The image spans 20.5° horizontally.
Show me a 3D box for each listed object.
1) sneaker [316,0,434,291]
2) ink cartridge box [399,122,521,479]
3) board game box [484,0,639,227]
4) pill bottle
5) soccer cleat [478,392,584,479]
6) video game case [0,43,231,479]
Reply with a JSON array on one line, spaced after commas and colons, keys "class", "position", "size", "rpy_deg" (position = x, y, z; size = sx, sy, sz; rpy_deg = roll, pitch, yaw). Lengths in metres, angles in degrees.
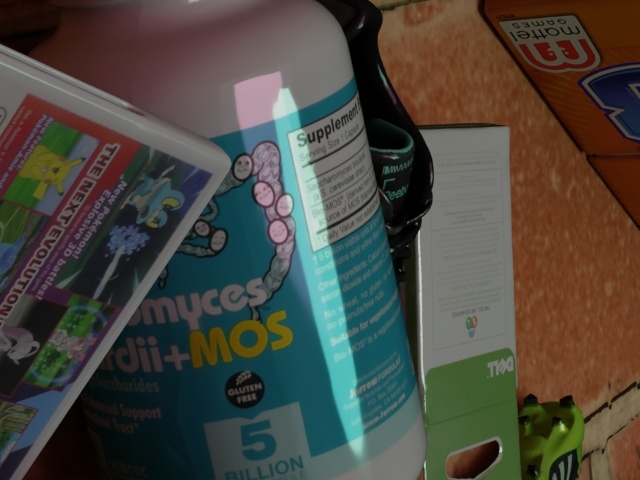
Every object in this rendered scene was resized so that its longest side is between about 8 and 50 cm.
[{"class": "sneaker", "position": [0.000, 0.000, 0.859], "size": [0.101, 0.106, 0.267], "rpy_deg": [-42, 125, -51]}, {"class": "ink cartridge box", "position": [0.057, 0.041, 0.980], "size": [0.109, 0.062, 0.209], "rpy_deg": [-7, 96, -56]}, {"class": "board game box", "position": [0.377, -0.213, 1.200], "size": [0.356, 0.356, 0.356], "rpy_deg": [45, 54, -47]}, {"class": "pill bottle", "position": [-0.047, -0.009, 0.750], "size": [0.146, 0.146, 0.264], "rpy_deg": [-34, 116, -52]}, {"class": "soccer cleat", "position": [0.123, 0.162, 1.082], "size": [0.179, 0.060, 0.072], "rpy_deg": [-43, 127, -51]}, {"class": "video game case", "position": [-0.146, 0.024, 0.607], "size": [0.183, 0.023, 0.201], "rpy_deg": [23, 105, -50]}]
